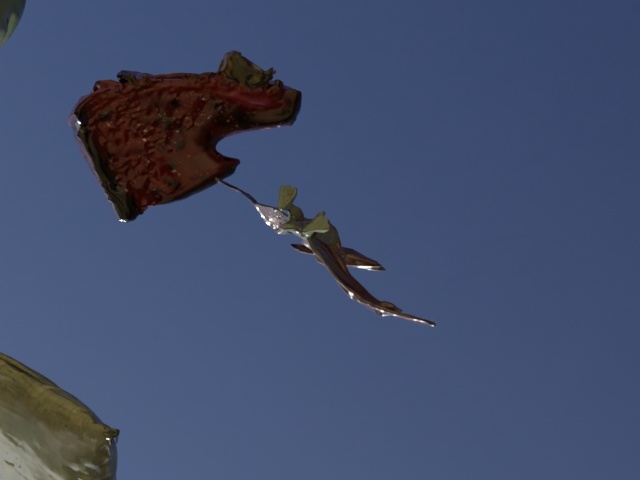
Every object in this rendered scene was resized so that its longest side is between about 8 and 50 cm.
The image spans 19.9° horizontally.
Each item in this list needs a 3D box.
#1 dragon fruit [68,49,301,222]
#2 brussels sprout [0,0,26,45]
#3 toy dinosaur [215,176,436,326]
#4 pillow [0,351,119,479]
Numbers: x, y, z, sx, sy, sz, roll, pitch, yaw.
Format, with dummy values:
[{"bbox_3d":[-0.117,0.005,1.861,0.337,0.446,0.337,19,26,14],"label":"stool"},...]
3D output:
[{"bbox_3d":[-0.107,-0.100,1.496,0.192,0.092,0.122,-11,-118,-10],"label":"dragon fruit"},{"bbox_3d":[-0.403,-0.241,1.598,0.344,0.268,0.344,-30,-145,23],"label":"brussels sprout"},{"bbox_3d":[-0.001,0.001,1.249,0.220,0.108,0.032,38,-93,33],"label":"toy dinosaur"},{"bbox_3d":[-0.216,0.110,1.154,0.229,0.148,0.050,29,-128,21],"label":"pillow"}]
